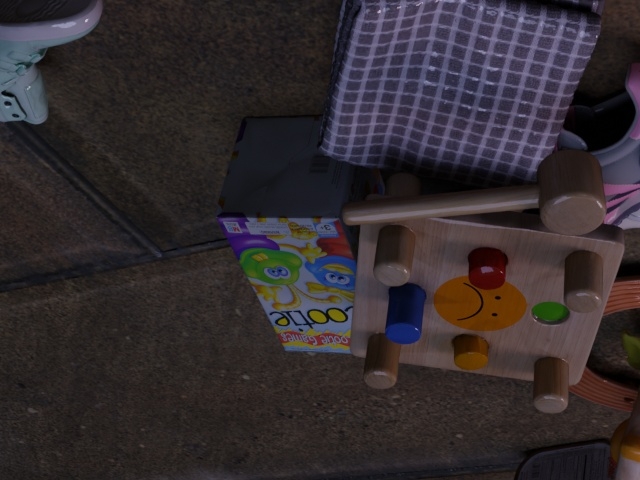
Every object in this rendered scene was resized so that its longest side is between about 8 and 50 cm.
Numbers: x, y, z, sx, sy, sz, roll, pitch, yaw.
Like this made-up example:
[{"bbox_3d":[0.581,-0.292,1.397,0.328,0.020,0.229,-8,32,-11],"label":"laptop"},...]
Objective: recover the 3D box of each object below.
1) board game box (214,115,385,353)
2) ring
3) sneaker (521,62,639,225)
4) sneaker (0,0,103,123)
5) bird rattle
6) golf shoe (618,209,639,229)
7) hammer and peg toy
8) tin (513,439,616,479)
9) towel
[{"bbox_3d":[0.000,0.000,1.526,0.142,0.144,0.275,0,144,19],"label":"board game box"},{"bbox_3d":[0.434,0.131,1.684,0.337,0.032,0.336,8,146,5],"label":"ring"},{"bbox_3d":[0.269,-0.077,1.370,0.131,0.112,0.319,32,136,-16],"label":"sneaker"},{"bbox_3d":[-0.293,-0.194,1.377,0.256,0.094,0.151,0,140,36],"label":"sneaker"},{"bbox_3d":[0.401,0.238,1.659,0.143,0.207,0.253,24,140,16],"label":"bird rattle"},{"bbox_3d":[0.373,-0.022,1.411,0.176,0.086,0.069,-19,180,42],"label":"golf shoe"},{"bbox_3d":[0.156,0.020,1.320,0.266,0.127,0.361,7,141,4],"label":"hammer and peg toy"},{"bbox_3d":[0.369,0.351,1.962,0.190,0.106,0.040,-16,137,35],"label":"tin"},{"bbox_3d":[0.124,-0.164,1.264,0.235,0.121,0.283,11,147,0],"label":"towel"}]
